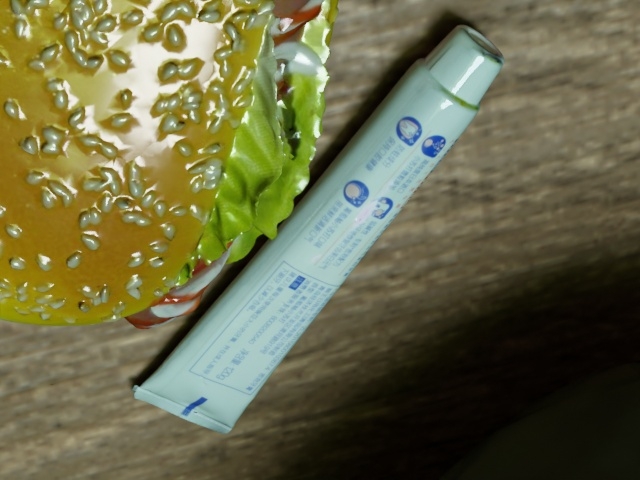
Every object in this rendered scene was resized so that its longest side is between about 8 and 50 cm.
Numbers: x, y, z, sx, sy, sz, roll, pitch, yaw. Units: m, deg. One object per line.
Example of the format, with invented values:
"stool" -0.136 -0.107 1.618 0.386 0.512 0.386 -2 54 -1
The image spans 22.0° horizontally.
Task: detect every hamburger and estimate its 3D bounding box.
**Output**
"hamburger" -0.079 -0.070 0.570 0.173 0.116 0.210 12 118 -20

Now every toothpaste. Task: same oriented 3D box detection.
"toothpaste" 0.000 0.000 0.692 0.052 0.033 0.218 27 114 -28

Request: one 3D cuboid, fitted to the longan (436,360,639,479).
"longan" 0.169 0.270 0.703 0.404 0.404 0.436 33 101 -31
